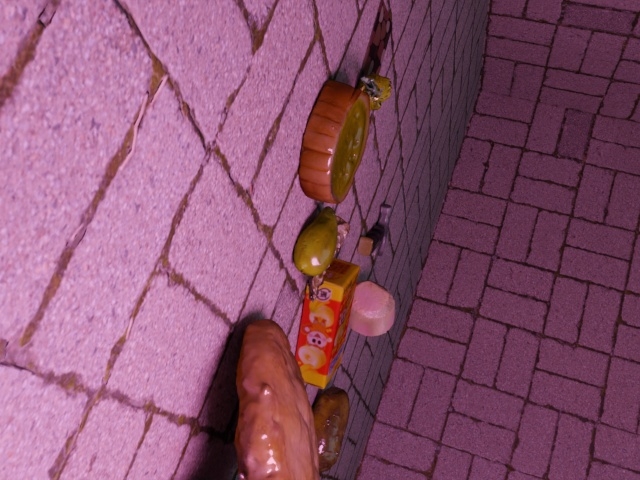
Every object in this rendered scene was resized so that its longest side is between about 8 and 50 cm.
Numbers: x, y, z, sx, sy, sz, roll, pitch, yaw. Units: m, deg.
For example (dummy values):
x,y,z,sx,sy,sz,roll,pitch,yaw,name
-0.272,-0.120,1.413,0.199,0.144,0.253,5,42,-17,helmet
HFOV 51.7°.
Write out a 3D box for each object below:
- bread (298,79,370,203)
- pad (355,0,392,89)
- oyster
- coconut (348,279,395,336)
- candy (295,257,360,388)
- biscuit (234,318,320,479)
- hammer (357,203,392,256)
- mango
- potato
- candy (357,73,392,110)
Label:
x,y,z,sx,sy,sz,roll,pitch,yaw,name
0.031,-0.186,1.272,0.236,0.069,0.236,17,90,-74,bread
0.121,-0.406,1.498,0.158,0.003,0.235,19,87,-75,pad
0.015,0.037,1.410,0.106,0.061,0.200,151,-41,-81,oyster
0.147,0.206,1.945,0.153,0.147,0.147,84,26,-49,coconut
0.013,0.192,1.552,0.146,0.087,0.276,-44,147,-64,candy
-0.061,0.350,1.160,0.446,0.103,0.430,78,5,-51,biscuit
0.160,-0.007,1.963,0.226,0.041,0.159,-43,144,-64,hammer
0.000,0.000,1.338,0.091,0.074,0.165,81,28,-52,mango
0.014,0.522,1.845,0.149,0.113,0.252,67,32,-55,potato
0.102,-0.306,1.325,0.262,0.073,0.077,-41,149,-79,candy
